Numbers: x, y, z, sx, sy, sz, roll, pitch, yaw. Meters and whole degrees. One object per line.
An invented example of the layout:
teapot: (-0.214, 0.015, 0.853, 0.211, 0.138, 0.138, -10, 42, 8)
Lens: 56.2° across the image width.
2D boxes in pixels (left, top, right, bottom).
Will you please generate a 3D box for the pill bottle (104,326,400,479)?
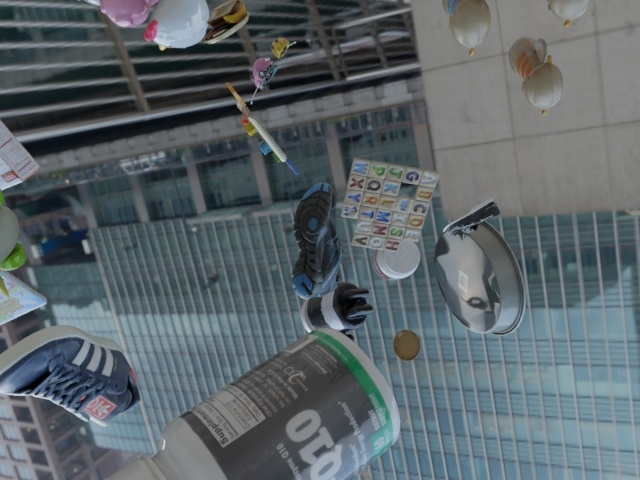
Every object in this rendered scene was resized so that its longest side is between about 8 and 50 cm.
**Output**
pill bottle: (-0.085, 0.290, 0.809, 0.361, 0.204, 0.204, -30, -160, -27)

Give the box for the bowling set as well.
bowling set: (0.165, -0.262, 0.593, 0.199, 0.287, 0.154, -2, -142, 4)

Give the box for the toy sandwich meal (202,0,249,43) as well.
toy sandwich meal: (-0.135, -0.307, 0.837, 0.085, 0.029, 0.086, -23, -148, 15)

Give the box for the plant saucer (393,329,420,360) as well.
plant saucer: (0.233, 0.280, 1.601, 0.083, 0.083, 0.015, -1, 172, 38)

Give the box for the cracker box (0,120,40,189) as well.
cracker box: (-0.754, -0.219, 1.314, 0.155, 0.232, 0.067, -11, -146, 33)

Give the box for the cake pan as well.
cake pan: (0.358, 0.089, 1.400, 0.054, 0.293, 0.293, -16, -166, -19)

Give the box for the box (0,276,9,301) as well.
box: (-0.476, 0.036, 0.727, 0.105, 0.179, 0.043, -29, -121, -16)

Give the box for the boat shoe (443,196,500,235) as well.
boat shoe: (0.278, -0.035, 1.102, 0.046, 0.038, 0.125, -22, 168, -45)

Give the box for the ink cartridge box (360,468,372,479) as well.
ink cartridge box: (-0.078, 0.516, 1.275, 0.385, 0.091, 0.308, 14, -172, -14)

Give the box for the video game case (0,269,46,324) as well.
video game case: (-0.861, 0.159, 1.547, 0.212, 0.193, 0.023, -25, -125, 1)

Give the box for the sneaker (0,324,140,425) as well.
sneaker: (-0.405, 0.241, 1.007, 0.131, 0.148, 0.350, -39, 165, 2)

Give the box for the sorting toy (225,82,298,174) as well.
sorting toy: (-0.190, -0.327, 1.810, 0.047, 0.348, 0.196, -38, -148, 1)

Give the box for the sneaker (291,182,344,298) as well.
sneaker: (0.000, 0.000, 1.771, 0.125, 0.341, 0.139, 15, -170, 42)

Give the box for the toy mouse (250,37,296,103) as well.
toy mouse: (-0.112, -0.338, 1.185, 0.143, 0.031, 0.161, -54, -175, 21)

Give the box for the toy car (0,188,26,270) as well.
toy car: (-0.618, -0.006, 0.988, 0.188, 0.155, 0.149, 7, -140, 7)

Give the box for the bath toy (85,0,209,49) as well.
bath toy: (-0.361, -0.457, 1.088, 0.129, 0.348, 0.151, -46, 168, -32)

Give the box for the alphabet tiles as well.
alphabet tiles: (0.152, -0.074, 1.403, 0.198, 0.237, 0.009, 9, -144, -3)

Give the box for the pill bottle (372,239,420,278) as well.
pill bottle: (0.219, 0.053, 1.734, 0.121, 0.121, 0.221, -12, 174, -2)

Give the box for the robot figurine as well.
robot figurine: (0.056, 0.246, 2.109, 0.278, 0.173, 0.209, -27, -148, 43)
